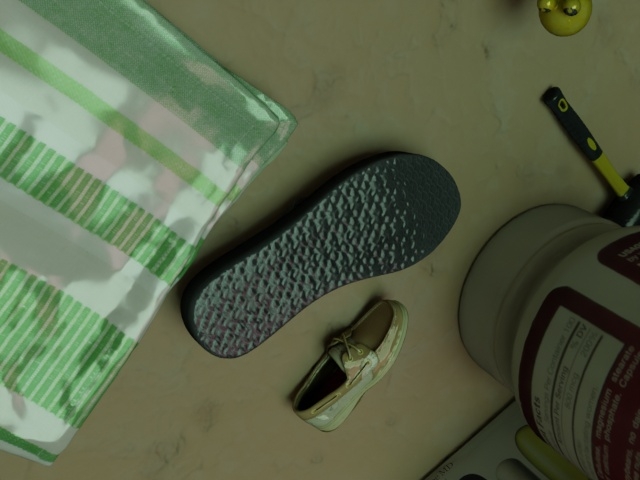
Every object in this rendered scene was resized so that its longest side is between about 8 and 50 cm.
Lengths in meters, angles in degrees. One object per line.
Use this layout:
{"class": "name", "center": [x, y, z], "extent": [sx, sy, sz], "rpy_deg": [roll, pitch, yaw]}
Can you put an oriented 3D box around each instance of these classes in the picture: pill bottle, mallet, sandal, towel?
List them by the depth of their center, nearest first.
{"class": "towel", "center": [-0.191, -0.015, 0.617], "extent": [0.248, 0.038, 0.325], "rpy_deg": [35, 92, -35]}
{"class": "sandal", "center": [-0.001, 0.000, 0.725], "extent": [0.254, 0.054, 0.097], "rpy_deg": [-27, 113, -18]}
{"class": "pill bottle", "center": [0.303, 0.121, 0.742], "extent": [0.224, 0.392, 0.224], "rpy_deg": [-12, 117, -25]}
{"class": "mallet", "center": [0.260, -0.069, 0.857], "extent": [0.189, 0.039, 0.062], "rpy_deg": [34, 88, -32]}

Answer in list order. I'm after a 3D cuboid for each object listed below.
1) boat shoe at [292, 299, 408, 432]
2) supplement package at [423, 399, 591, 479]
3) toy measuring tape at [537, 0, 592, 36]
{"class": "boat shoe", "center": [0.026, 0.107, 0.787], "extent": [0.045, 0.050, 0.135], "rpy_deg": [30, 94, -41]}
{"class": "supplement package", "center": [0.228, 0.294, 0.891], "extent": [0.194, 0.203, 0.149], "rpy_deg": [-39, 125, -10]}
{"class": "toy measuring tape", "center": [0.201, -0.318, 0.661], "extent": [0.121, 0.121, 0.330], "rpy_deg": [-3, 108, -29]}
